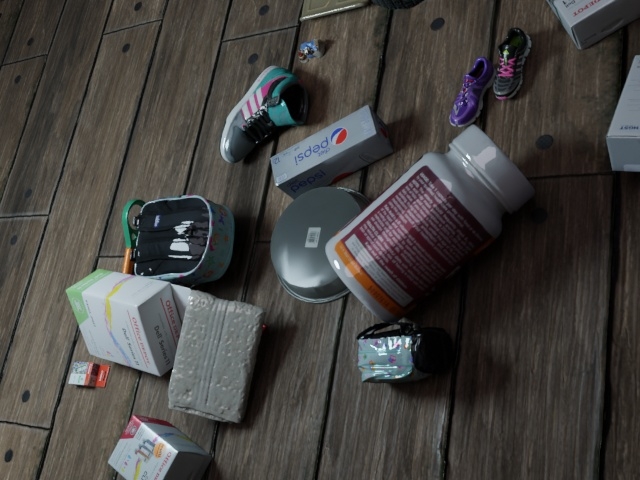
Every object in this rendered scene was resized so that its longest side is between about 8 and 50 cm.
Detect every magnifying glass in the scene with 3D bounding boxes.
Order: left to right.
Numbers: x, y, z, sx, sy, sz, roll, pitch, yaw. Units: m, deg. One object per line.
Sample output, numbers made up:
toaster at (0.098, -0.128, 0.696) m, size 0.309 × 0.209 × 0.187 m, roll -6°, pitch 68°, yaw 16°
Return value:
magnifying glass at (-0.527, -0.002, 2.007) m, size 0.026 × 0.092 × 0.231 m, roll 6°, pitch 83°, yaw 30°

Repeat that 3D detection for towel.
towel at (-0.239, 0.270, 1.647) m, size 0.187 × 0.049 × 0.283 m, roll 13°, pitch 90°, yaw 5°

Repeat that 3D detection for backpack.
backpack at (-0.329, 0.003, 1.803) m, size 0.253 × 0.191 × 0.225 m, roll -8°, pitch 71°, yaw 38°
backpack at (0.156, 0.228, 1.435) m, size 0.181 × 0.152 × 0.115 m, roll -11°, pitch 68°, yaw 35°

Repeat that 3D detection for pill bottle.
pill bottle at (0.221, -0.034, 1.452) m, size 0.392 × 0.224 × 0.224 m, roll -42°, pitch 54°, yaw 11°

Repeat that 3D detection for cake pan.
cake pan at (0.000, 0.000, 1.684) m, size 0.293 × 0.054 × 0.293 m, roll -13°, pitch 63°, yaw 28°

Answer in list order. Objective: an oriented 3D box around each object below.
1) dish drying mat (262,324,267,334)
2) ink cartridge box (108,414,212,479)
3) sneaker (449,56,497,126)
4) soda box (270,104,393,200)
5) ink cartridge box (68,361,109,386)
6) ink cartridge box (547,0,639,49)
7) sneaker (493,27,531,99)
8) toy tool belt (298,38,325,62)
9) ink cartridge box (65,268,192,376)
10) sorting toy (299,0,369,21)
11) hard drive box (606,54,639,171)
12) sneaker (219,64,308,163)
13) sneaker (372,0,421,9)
dish drying mat at (-0.162, 0.199, 1.729) m, size 0.083 × 0.008 × 0.032 m, roll 36°, pitch 92°, yaw 37°
ink cartridge box at (-0.369, 0.507, 1.652) m, size 0.176 × 0.127 × 0.128 m, roll 23°, pitch 83°, yaw 36°
sneaker at (0.332, -0.335, 1.607) m, size 0.068 × 0.071 × 0.170 m, roll 20°, pitch 82°, yaw 37°
soda box at (0.025, -0.206, 1.728) m, size 0.286 × 0.098 × 0.091 m, roll -25°, pitch 57°, yaw 21°
ink cartridge box at (-0.627, 0.363, 1.938) m, size 0.115 × 0.029 × 0.063 m, roll -3°, pitch 68°, yaw 32°
ink cartridge box at (0.571, -0.544, 1.532) m, size 0.160 × 0.092 × 0.220 m, roll -30°, pitch 56°, yaw 19°
sneaker at (0.415, -0.395, 1.577) m, size 0.063 × 0.074 × 0.171 m, roll 14°, pitch 78°, yaw 36°
toy tool belt at (-0.032, -0.518, 1.928) m, size 0.083 × 0.051 × 0.052 m, roll -12°, pitch 64°, yaw 28°
ink cartridge box at (-0.451, 0.204, 1.770) m, size 0.353 × 0.207 × 0.119 m, roll 6°, pitch 30°, yaw 36°
sorting toy at (0.095, -0.708, 1.943) m, size 0.307 × 0.041 × 0.229 m, roll -3°, pitch 64°, yaw 31°
hard drive box at (0.646, -0.236, 1.307) m, size 0.181 × 0.089 × 0.232 m, roll 7°, pitch 53°, yaw 36°
sneaker at (-0.132, -0.315, 1.867) m, size 0.178 × 0.123 × 0.296 m, roll 27°, pitch 84°, yaw 47°
sneaker at (0.250, -0.689, 1.805) m, size 0.286 × 0.109 × 0.130 m, roll -25°, pitch 51°, yaw 10°
